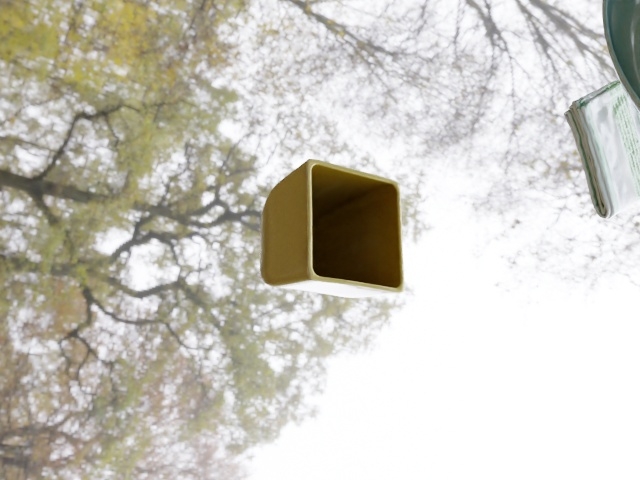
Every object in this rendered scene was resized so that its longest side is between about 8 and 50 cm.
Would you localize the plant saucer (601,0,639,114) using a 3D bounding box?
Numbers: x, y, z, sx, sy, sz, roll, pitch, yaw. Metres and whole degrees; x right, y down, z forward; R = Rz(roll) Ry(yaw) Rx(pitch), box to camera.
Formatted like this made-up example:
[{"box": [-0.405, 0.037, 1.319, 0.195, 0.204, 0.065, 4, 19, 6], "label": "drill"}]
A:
[{"box": [0.336, -0.118, 0.480, 0.318, 0.043, 0.317, -3, -123, 4], "label": "plant saucer"}]

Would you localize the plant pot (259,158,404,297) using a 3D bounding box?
[{"box": [0.000, 0.000, 0.537, 0.083, 0.082, 0.081, -20, -114, 51], "label": "plant pot"}]

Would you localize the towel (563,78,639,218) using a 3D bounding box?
[{"box": [0.290, -0.098, 0.723, 0.023, 0.152, 0.113, 0, -66, 54], "label": "towel"}]
